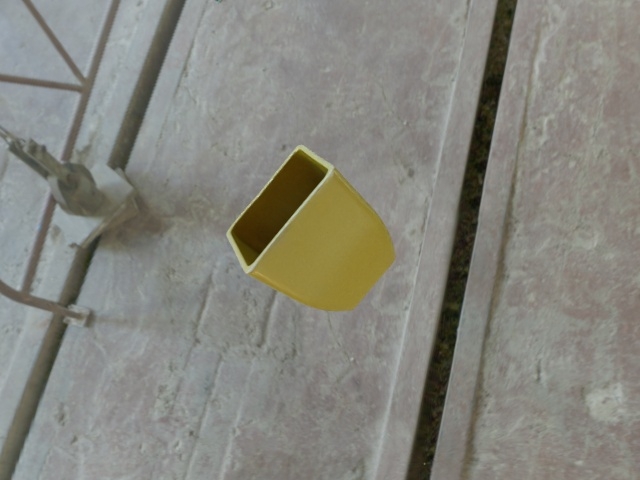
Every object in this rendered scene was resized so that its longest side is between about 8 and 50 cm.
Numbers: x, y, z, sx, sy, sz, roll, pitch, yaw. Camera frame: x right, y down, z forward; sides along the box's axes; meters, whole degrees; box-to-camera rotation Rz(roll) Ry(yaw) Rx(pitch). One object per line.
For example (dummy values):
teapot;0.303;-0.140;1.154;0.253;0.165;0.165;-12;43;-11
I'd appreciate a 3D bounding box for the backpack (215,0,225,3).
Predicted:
backpack;-0.105;-0.345;0.667;0.144;0.188;0.166;-32;101;-7

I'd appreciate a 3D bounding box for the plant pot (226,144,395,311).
plant pot;0.000;0.000;0.416;0.083;0.081;0.081;39;94;-25
